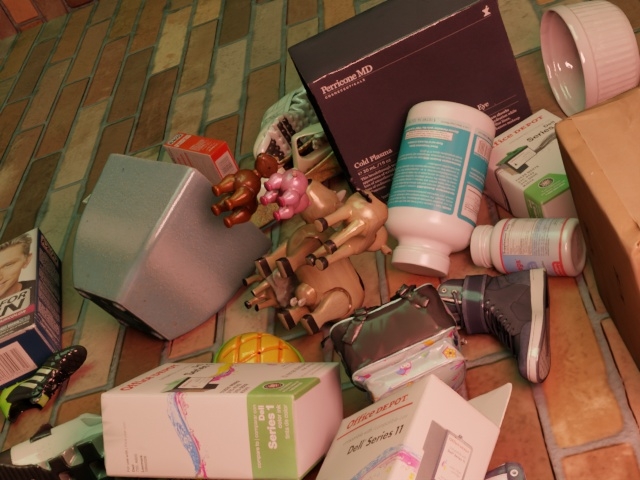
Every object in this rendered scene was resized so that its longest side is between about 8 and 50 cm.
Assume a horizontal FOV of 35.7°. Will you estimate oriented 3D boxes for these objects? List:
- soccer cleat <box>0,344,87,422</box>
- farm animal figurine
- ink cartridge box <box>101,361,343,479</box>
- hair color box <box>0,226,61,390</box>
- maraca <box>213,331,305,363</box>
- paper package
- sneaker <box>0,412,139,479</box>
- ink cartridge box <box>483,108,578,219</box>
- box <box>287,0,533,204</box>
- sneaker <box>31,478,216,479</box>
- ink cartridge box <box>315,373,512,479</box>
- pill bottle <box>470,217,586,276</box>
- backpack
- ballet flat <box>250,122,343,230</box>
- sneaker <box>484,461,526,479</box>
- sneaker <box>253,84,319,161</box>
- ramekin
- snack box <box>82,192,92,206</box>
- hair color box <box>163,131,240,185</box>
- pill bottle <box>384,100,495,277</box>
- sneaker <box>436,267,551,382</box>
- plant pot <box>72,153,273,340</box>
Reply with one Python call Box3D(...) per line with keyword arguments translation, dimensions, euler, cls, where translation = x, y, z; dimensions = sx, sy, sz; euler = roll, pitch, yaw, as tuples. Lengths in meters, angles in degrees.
Box3D(translation=(-0.478, 0.251, 1.733), dimensions=(0.179, 0.060, 0.072), euler=(-36, 44, -2), cls="soccer cleat")
Box3D(translation=(0.000, 0.000, 1.523), dimensions=(0.172, 0.327, 0.330), euler=(-31, 34, -28), cls="farm animal figurine")
Box3D(translation=(-0.129, 0.241, 1.355), dimensions=(0.278, 0.117, 0.201), euler=(-3, 5, 19), cls="ink cartridge box")
Box3D(translation=(-0.600, 0.132, 1.921), dimensions=(0.174, 0.105, 0.347), euler=(-25, 34, 1), cls="hair color box")
Box3D(translation=(-0.074, 0.204, 1.497), dimensions=(0.186, 0.099, 0.127), euler=(25, 57, 18), cls="maraca")
Box3D(translation=(0.431, 0.014, 1.209), dimensions=(0.168, 0.325, 0.309), euler=(-21, 35, 8), cls="paper package")
Box3D(translation=(-0.394, 0.341, 1.523), dimensions=(0.330, 0.122, 0.146), euler=(-16, 18, 17), cls="sneaker")
Box3D(translation=(0.370, -0.109, 1.617), dimensions=(0.160, 0.092, 0.219), euler=(-32, 35, -8), cls="ink cartridge box")
Box3D(translation=(0.168, -0.252, 1.743), dimensions=(0.343, 0.312, 0.179), euler=(-25, 34, 1), cls="box")
Box3D(translation=(-0.317, 0.387, 1.331), dimensions=(0.410, 0.182, 0.158), euler=(-25, 34, 1), cls="sneaker")
Box3D(translation=(0.082, 0.297, 1.173), dimensions=(0.207, 0.119, 0.353), euler=(-38, 17, 48), cls="ink cartridge box")
Box3D(translation=(0.313, 0.010, 1.502), dimensions=(0.160, 0.087, 0.087), euler=(0, 42, 34), cls="pill bottle")
Box3D(translation=(0.116, 0.158, 1.355), dimensions=(0.166, 0.188, 0.144), euler=(-28, 71, 0), cls="backpack")
Box3D(translation=(-0.051, -0.139, 1.912), dimensions=(0.348, 0.123, 0.123), euler=(-33, 35, -10), cls="ballet flat")
Box3D(translation=(0.258, 0.338, 1.097), dimensions=(0.282, 0.099, 0.153), euler=(1, 44, 38), cls="sneaker")
Box3D(translation=(-0.078, -0.229, 2.070), dimensions=(0.118, 0.110, 0.292), euler=(-13, 27, 31), cls="sneaker")
Box3D(translation=(0.474, -0.321, 1.740), dimensions=(0.109, 0.207, 0.207), euler=(-17, 34, -2), cls="ramekin")
Box3D(translation=(-0.448, -0.087, 2.182), dimensions=(0.178, 0.022, 0.064), euler=(13, 49, 43), cls="snack box")
Box3D(translation=(-0.249, -0.169, 2.099), dimensions=(0.167, 0.093, 0.053), euler=(15, 51, 44), cls="hair color box")
Box3D(translation=(0.185, -0.079, 1.590), dimensions=(0.146, 0.146, 0.264), euler=(6, 76, 38), cls="pill bottle")
Box3D(translation=(0.239, 0.122, 1.391), dimensions=(0.163, 0.086, 0.226), euler=(-3, 29, 13), cls="sneaker")
Box3D(translation=(-0.287, 0.028, 1.751), dimensions=(0.248, 0.247, 0.252), euler=(13, 67, 43), cls="plant pot")
